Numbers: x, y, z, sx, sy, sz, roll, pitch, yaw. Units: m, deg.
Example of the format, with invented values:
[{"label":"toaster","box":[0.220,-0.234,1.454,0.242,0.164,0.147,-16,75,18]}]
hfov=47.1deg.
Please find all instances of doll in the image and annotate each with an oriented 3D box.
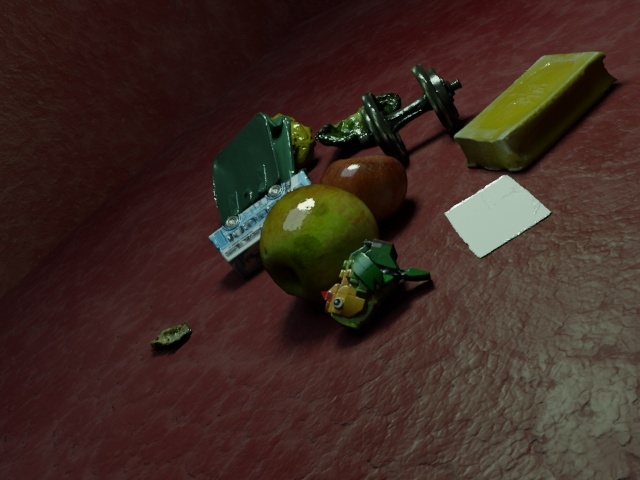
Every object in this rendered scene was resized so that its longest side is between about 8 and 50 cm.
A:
[{"label":"doll","box":[0.092,0.085,1.366,0.186,0.134,0.106,-44,-20,-4]}]

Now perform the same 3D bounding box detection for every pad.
[{"label":"pad","box":[0.334,-0.052,1.419,0.156,0.004,0.232,-33,23,6]}]

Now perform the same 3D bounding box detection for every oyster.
[{"label":"oyster","box":[-0.367,0.236,1.798,0.086,0.029,0.132,-42,20,-30]}]

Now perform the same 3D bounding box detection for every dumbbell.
[{"label":"dumbbell","box":[0.223,-0.323,1.852,0.289,0.192,0.192,-30,24,14]}]

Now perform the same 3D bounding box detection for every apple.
[{"label":"apple","box":[0.096,-0.105,1.643,0.201,0.162,0.201,-5,7,1]},{"label":"apple","box":[-0.005,0.015,1.505,0.246,0.246,0.226,-15,34,39]}]

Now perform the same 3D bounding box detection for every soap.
[{"label":"soap","box":[0.457,-0.280,1.582,0.315,0.091,0.199,-41,22,-13]}]

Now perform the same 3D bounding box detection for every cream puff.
[{"label":"cream puff","box":[-0.103,-0.292,2.232,0.194,0.195,0.221,-12,7,44]}]

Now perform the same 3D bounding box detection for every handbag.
[{"label":"handbag","box":[-0.196,-0.196,2.088,0.326,0.089,0.239,-33,59,46]}]

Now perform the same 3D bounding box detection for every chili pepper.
[{"label":"chili pepper","box":[0.129,-0.332,2.124,0.264,0.116,0.148,-25,14,22]}]

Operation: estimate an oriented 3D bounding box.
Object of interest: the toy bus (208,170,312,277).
[{"label":"toy bus","box":[-0.127,-0.040,1.870,0.297,0.106,0.131,-36,49,0]}]

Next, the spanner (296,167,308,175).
[{"label":"spanner","box":[-0.101,-0.104,2.068,0.095,0.040,0.325,-16,31,36]}]
